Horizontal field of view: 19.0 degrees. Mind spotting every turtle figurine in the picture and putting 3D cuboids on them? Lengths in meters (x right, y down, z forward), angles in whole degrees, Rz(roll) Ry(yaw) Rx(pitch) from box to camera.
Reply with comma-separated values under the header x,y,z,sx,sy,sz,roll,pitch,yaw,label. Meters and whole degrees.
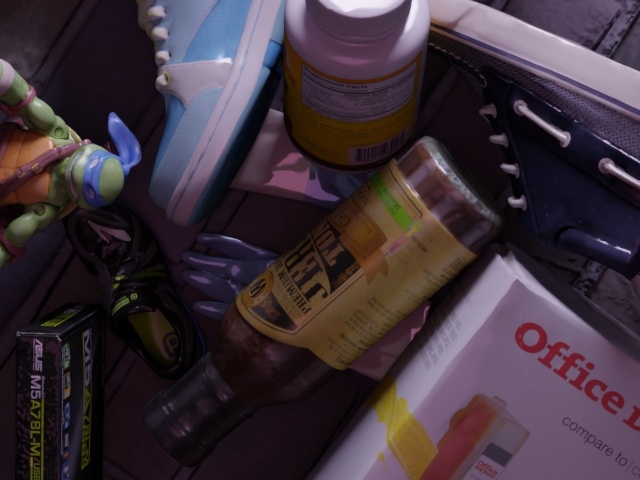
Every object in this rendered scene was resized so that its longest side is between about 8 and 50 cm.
x,y,z,sx,sy,sz,roll,pitch,yaw,label
-0.316,-0.059,1.582,0.266,0.274,0.197,9,131,37,turtle figurine

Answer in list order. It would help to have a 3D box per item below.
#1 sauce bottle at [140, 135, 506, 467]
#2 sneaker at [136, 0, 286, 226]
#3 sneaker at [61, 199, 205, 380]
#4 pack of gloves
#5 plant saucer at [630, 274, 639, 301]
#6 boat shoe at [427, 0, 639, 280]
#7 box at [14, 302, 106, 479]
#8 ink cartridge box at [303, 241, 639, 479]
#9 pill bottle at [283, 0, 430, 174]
x,y,z,sx,sy,sz,roll,pitch,yaw,label
-0.004,0.060,1.600,0.344,0.111,0.111,-42,91,10,sauce bottle
-0.129,-0.184,1.617,0.208,0.127,0.319,20,81,3,sneaker
-0.162,0.040,1.671,0.067,0.078,0.188,-31,90,8,sneaker
0.000,0.000,1.679,0.232,0.046,0.195,20,96,13,pack of gloves
0.443,-0.045,1.598,0.401,0.100,0.400,0,96,4,plant saucer
0.173,-0.088,1.545,0.340,0.127,0.158,30,102,41,boat shoe
-0.221,0.158,1.635,0.045,0.184,0.190,2,95,7,box
0.145,0.235,1.583,0.279,0.160,0.384,35,97,-8,ink cartridge box
0.028,-0.153,1.558,0.117,0.215,0.117,1,61,-1,pill bottle
